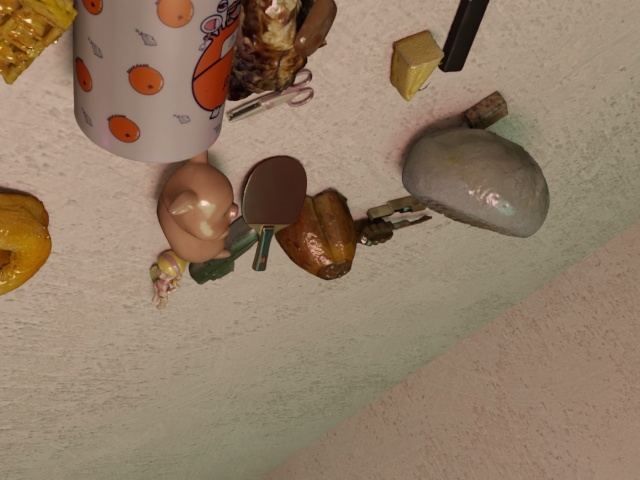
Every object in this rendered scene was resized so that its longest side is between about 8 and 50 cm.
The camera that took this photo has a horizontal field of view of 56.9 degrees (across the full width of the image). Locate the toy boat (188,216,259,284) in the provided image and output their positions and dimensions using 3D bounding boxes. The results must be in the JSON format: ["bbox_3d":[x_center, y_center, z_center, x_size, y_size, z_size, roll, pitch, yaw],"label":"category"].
[{"bbox_3d":[-0.194,0.010,1.374,0.261,0.078,0.085,-38,129,13],"label":"toy boat"}]

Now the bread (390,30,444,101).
[{"bbox_3d":[0.188,-0.332,1.152,0.080,0.084,0.109,-20,149,-10],"label":"bread"}]

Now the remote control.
[{"bbox_3d":[0.288,-0.432,1.141,0.063,0.025,0.245,-12,147,-18],"label":"remote control"}]

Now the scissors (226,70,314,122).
[{"bbox_3d":[-0.092,-0.259,1.099,0.176,0.022,0.085,-25,153,-11],"label":"scissors"}]

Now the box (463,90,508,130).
[{"bbox_3d":[0.394,-0.302,1.405,0.098,0.045,0.062,-32,150,6],"label":"box"}]

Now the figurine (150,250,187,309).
[{"bbox_3d":[-0.355,0.086,1.379,0.083,0.083,0.187,-4,136,-35],"label":"figurine"}]

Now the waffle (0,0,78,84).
[{"bbox_3d":[-0.433,-0.283,0.688,0.229,0.057,0.219,33,145,-34],"label":"waffle"}]

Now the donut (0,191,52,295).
[{"bbox_3d":[-0.597,0.011,1.031,0.254,0.118,0.253,-33,161,-13],"label":"donut"}]

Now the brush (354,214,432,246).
[{"bbox_3d":[0.199,-0.034,1.632,0.301,0.084,0.071,-14,110,-36],"label":"brush"}]

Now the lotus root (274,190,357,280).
[{"bbox_3d":[0.001,0.000,1.425,0.188,0.179,0.199,-33,151,16],"label":"lotus root"}]

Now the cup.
[{"bbox_3d":[-0.215,-0.287,0.771,0.213,0.212,0.317,-11,145,-27],"label":"cup"}]

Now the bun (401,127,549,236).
[{"bbox_3d":[0.374,-0.139,1.387,0.362,0.362,0.211,25,89,-54],"label":"bun"}]

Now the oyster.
[{"bbox_3d":[-0.077,-0.326,0.937,0.275,0.100,0.271,-39,164,11],"label":"oyster"}]

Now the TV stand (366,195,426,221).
[{"bbox_3d":[0.242,-0.096,1.608,0.249,0.036,0.042,-14,149,-21],"label":"TV stand"}]

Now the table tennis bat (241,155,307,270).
[{"bbox_3d":[-0.110,-0.056,1.301,0.154,0.021,0.274,-1,116,-33],"label":"table tennis bat"}]

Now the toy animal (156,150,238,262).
[{"bbox_3d":[-0.243,-0.057,1.163,0.154,0.166,0.250,-3,147,-16],"label":"toy animal"}]

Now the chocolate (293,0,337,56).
[{"bbox_3d":[-0.004,-0.328,0.906,0.100,0.031,0.064,-60,164,0],"label":"chocolate"}]
